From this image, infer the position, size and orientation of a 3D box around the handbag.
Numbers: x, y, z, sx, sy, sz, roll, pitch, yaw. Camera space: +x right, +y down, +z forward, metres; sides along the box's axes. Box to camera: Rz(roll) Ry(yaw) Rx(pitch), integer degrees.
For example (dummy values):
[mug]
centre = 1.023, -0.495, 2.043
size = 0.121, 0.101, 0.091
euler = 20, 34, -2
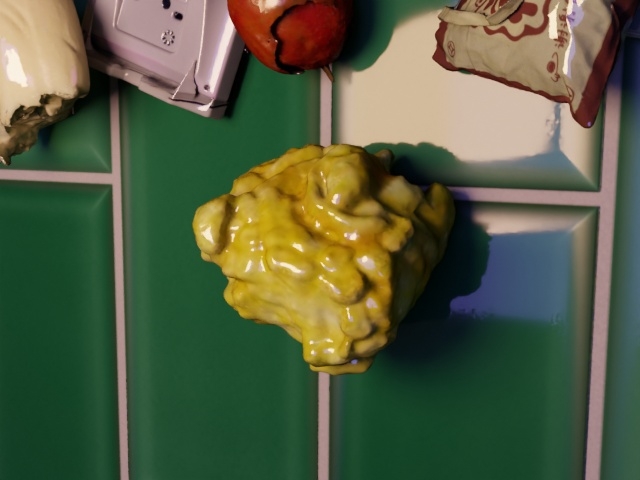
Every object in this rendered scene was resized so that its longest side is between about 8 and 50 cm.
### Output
[handbag]
centre = 0.215, -0.242, 0.782
size = 0.235, 0.127, 0.213
euler = 33, 114, 43

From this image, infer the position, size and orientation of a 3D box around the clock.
[clock]
centre = -0.206, -0.284, 1.031
size = 0.253, 0.083, 0.186
euler = 26, 107, 22

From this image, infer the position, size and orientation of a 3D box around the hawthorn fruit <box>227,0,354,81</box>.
[hawthorn fruit]
centre = -0.027, -0.257, 0.919
size = 0.148, 0.148, 0.172
euler = -12, 114, 28

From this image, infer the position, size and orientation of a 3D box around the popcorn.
[popcorn]
centre = 0.000, 0.000, 0.883
size = 0.250, 0.242, 0.235
euler = 30, 125, 8

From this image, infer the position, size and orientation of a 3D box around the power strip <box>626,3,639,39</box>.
[power strip]
centre = 0.378, -0.222, 0.772
size = 0.227, 0.029, 0.080
euler = 19, 105, 24

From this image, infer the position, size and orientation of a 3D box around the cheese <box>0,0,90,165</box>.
[cheese]
centre = -0.383, -0.228, 1.050
size = 0.266, 0.127, 0.233
euler = 165, 95, -68
